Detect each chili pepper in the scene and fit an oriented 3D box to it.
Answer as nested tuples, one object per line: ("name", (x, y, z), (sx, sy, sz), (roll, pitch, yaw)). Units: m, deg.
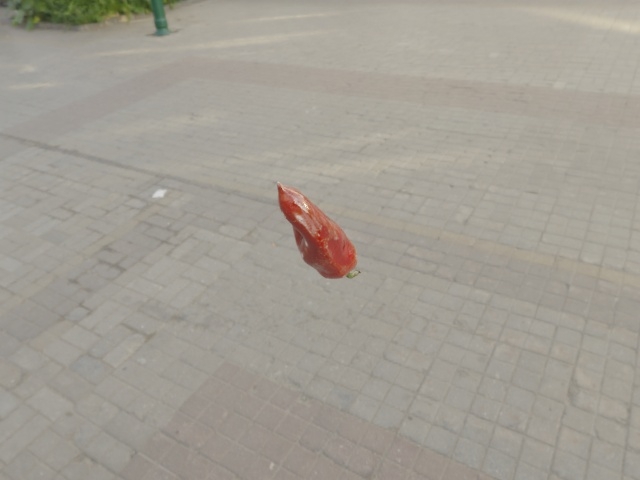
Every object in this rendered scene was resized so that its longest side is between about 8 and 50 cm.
("chili pepper", (0.000, 0.001, 0.512), (0.050, 0.191, 0.059), (-29, 51, 9))
